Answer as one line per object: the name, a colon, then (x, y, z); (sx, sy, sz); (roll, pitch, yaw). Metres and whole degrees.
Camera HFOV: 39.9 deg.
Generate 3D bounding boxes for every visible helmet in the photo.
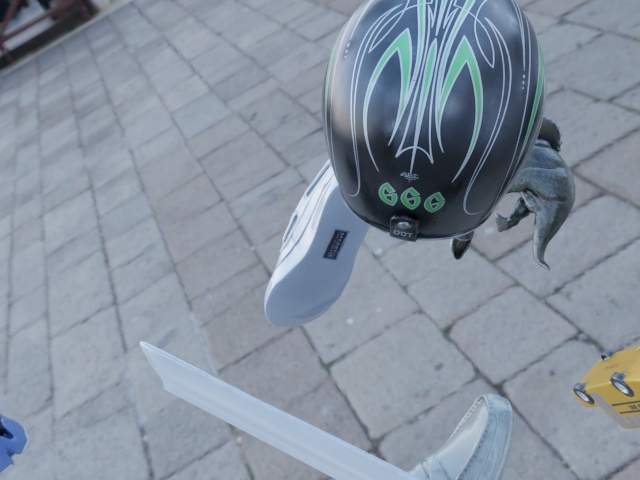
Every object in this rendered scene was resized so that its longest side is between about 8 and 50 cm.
helmet: (0.078, -0.100, 0.613); (0.170, 0.161, 0.169); (3, 39, -2)

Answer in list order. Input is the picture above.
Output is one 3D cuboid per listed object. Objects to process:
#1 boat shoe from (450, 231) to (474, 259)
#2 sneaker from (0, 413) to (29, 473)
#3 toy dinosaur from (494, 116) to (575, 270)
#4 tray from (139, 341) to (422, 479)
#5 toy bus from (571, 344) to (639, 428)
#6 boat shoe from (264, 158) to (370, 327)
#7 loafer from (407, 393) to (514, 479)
boat shoe: (0.342, -0.017, 2.100); (0.056, 0.152, 0.049); (0, 44, 0)
sneaker: (-0.488, 0.250, 0.973); (0.128, 0.182, 0.315); (-14, 22, 34)
toy dinosaur: (0.348, -0.102, 1.445); (0.160, 0.121, 0.313); (-16, 48, 5)
tray: (-0.020, 0.162, 0.726); (0.270, 0.145, 0.030); (22, 77, 22)
toy bus: (0.585, 0.265, 1.611); (0.108, 0.130, 0.332); (-45, -7, -14)
boat shoe: (0.000, 0.000, 1.100); (0.258, 0.095, 0.084); (-57, 30, 31)
loafer: (0.159, 0.347, 1.205); (0.319, 0.112, 0.112); (-64, 8, 5)
